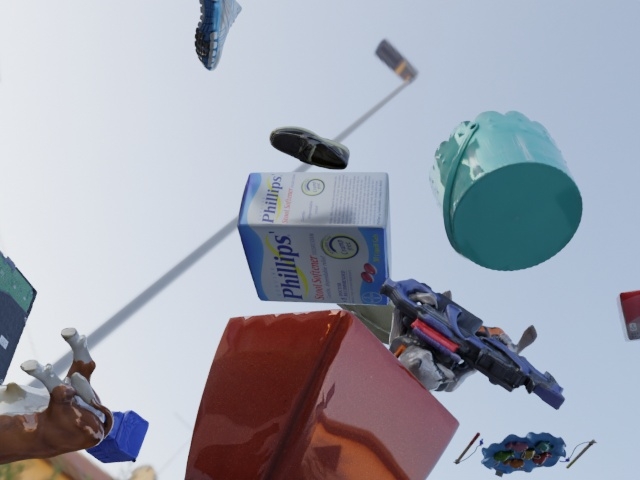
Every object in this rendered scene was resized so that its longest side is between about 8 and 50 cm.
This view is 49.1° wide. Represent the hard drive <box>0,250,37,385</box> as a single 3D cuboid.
[{"bbox_3d":[-0.709,0.150,1.429,0.064,0.339,0.237,-16,-51,10],"label":"hard drive"}]

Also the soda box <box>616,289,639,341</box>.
[{"bbox_3d":[0.637,0.110,1.158,0.263,0.092,0.084,-11,-103,17],"label":"soda box"}]

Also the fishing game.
[{"bbox_3d":[0.421,0.453,1.458,0.263,0.041,0.189,7,-42,-10],"label":"fishing game"}]

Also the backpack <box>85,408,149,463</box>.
[{"bbox_3d":[-0.434,0.404,1.461,0.120,0.098,0.101,-21,-56,34],"label":"backpack"}]

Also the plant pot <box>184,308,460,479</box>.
[{"bbox_3d":[-0.022,0.271,0.941,0.267,0.236,0.267,-11,-50,48],"label":"plant pot"}]

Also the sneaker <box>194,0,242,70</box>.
[{"bbox_3d":[-0.186,-0.414,1.323,0.071,0.082,0.191,37,-51,36],"label":"sneaker"}]

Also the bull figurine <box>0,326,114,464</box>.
[{"bbox_3d":[-0.421,0.221,0.872,0.101,0.310,0.189,-131,-140,-53],"label":"bull figurine"}]

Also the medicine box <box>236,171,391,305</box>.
[{"bbox_3d":[0.000,0.000,1.447,0.289,0.149,0.264,0,-39,8],"label":"medicine box"}]

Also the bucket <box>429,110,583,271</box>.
[{"bbox_3d":[0.352,-0.088,1.342,0.280,0.183,0.281,-1,-56,-1],"label":"bucket"}]

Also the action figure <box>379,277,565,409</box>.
[{"bbox_3d":[0.250,0.204,1.202,0.341,0.330,0.179,37,-63,27],"label":"action figure"}]

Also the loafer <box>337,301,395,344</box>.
[{"bbox_3d":[0.119,0.151,1.646,0.268,0.102,0.092,31,-29,26],"label":"loafer"}]

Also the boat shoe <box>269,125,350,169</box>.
[{"bbox_3d":[-0.018,-0.165,1.264,0.152,0.049,0.056,12,-62,-8],"label":"boat shoe"}]
